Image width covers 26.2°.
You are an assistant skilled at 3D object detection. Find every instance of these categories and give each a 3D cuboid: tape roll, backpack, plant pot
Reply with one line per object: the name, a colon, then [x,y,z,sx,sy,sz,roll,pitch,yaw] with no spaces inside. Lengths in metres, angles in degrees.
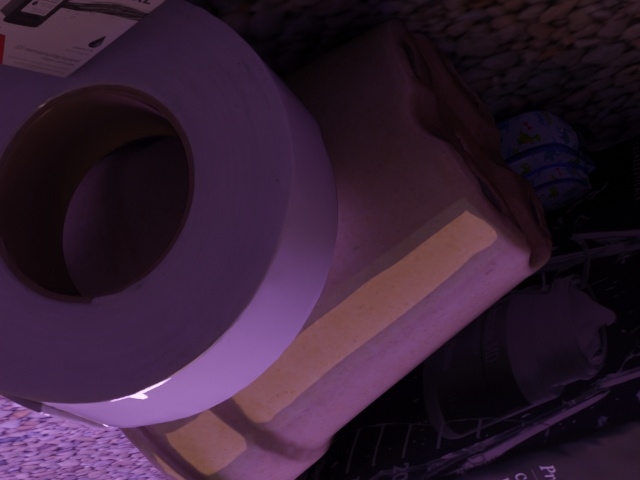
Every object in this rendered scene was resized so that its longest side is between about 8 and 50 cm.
tape roll: [-0.136,-0.019,0.932,0.286,0.286,0.100,-18,161,13]
backpack: [0.202,-0.072,1.312,0.105,0.084,0.114,-26,154,26]
plant pot: [0.000,0.000,1.087,0.305,0.334,0.334,-33,155,19]

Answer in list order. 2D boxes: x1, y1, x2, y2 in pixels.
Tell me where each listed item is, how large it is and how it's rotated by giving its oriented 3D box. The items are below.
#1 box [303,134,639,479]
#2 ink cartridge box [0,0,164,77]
box: [0.200,0.178,1.337,0.471,0.480,0.297,-21,114,21]
ink cartridge box: [-0.159,-0.168,0.838,0.150,0.063,0.109,-29,155,37]
